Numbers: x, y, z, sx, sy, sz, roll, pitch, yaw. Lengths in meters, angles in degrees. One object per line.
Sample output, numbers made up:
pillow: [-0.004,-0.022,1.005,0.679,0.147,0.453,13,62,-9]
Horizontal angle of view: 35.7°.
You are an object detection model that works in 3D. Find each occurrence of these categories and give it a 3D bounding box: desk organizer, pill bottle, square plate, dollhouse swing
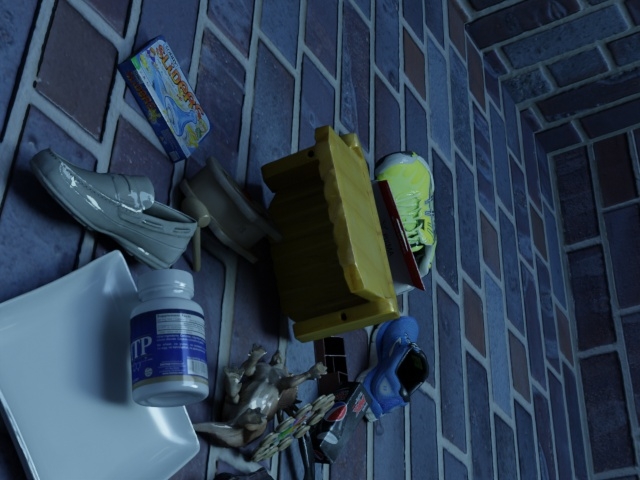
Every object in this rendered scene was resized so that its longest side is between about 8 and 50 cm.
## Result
desk organizer: [0.024,0.260,2.054,0.047,0.050,0.130,29,49,-54]
pill bottle: [-0.225,0.143,1.464,0.112,0.112,0.187,29,49,-55]
square plate: [-0.327,0.218,1.400,0.347,0.049,0.344,-33,103,-63]
dollhouse swing: [-0.026,-0.008,1.826,0.305,0.315,0.347,9,66,-60]

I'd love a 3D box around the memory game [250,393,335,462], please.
memory game: [-0.047,0.330,1.740,0.012,0.186,0.186,50,21,18]

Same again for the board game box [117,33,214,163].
board game box: [-0.278,-0.258,1.804,0.201,0.035,0.136,62,28,-21]

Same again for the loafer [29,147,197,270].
loafer: [-0.308,-0.061,1.512,0.112,0.111,0.319,45,3,36]

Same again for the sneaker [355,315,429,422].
sneaker: [0.189,0.282,2.254,0.130,0.147,0.330,61,28,-22]

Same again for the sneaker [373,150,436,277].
sneaker: [0.228,-0.063,2.433,0.385,0.145,0.147,67,8,-47]

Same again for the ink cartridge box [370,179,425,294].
ink cartridge box: [0.155,-0.006,2.337,0.239,0.060,0.275,-155,-134,-84]

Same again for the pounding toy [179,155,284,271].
pounding toy: [-0.196,-0.040,1.794,0.154,0.155,0.269,53,6,28]

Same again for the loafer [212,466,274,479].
loafer: [-0.147,0.416,1.595,0.095,0.109,0.302,61,15,22]

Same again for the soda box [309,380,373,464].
soda box: [0.034,0.356,1.951,0.169,0.053,0.060,-53,124,-35]

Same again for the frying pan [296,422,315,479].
frying pan: [-0.021,0.507,1.815,0.326,0.053,0.197,65,27,-11]

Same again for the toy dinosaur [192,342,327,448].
toy dinosaur: [-0.113,0.289,1.715,0.127,0.200,0.295,39,48,15]
